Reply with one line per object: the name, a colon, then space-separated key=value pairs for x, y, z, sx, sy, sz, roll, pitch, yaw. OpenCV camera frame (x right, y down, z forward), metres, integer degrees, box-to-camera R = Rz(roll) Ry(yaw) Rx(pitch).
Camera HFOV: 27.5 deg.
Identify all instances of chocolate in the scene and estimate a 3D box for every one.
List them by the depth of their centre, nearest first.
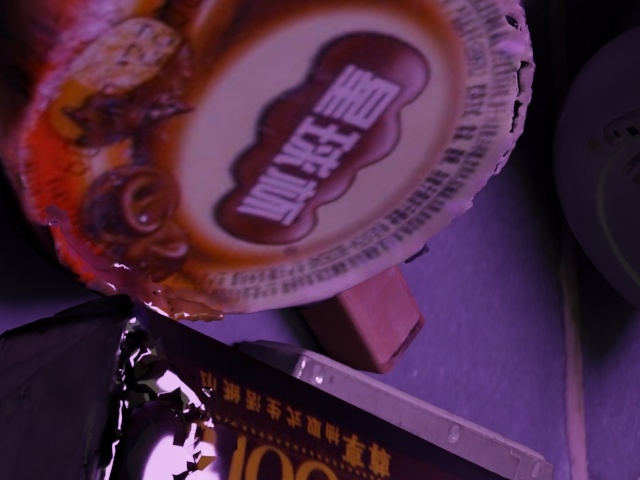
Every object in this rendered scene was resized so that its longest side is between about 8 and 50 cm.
chocolate: x=-0.041 y=-0.080 z=0.513 sx=0.221 sy=0.147 sz=0.221 roll=-16 pitch=141 yaw=-13

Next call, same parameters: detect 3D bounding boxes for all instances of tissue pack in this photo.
tissue pack: x=-0.017 y=0.184 z=0.509 sx=0.370 sy=0.198 sz=0.210 roll=29 pitch=63 yaw=-38

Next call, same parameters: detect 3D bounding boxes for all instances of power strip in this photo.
power strip: x=0.038 y=0.121 z=0.697 sx=0.272 sy=0.052 sz=0.078 roll=28 pitch=75 yaw=-44

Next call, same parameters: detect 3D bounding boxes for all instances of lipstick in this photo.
lipstick: x=0.000 y=0.000 z=0.643 sx=0.045 sy=0.045 sz=0.145 roll=-50 pitch=127 yaw=-29

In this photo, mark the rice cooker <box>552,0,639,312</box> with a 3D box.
rice cooker: x=0.311 y=-0.083 z=0.792 sx=0.277 sy=0.288 sz=0.288 roll=-49 pitch=128 yaw=-28
